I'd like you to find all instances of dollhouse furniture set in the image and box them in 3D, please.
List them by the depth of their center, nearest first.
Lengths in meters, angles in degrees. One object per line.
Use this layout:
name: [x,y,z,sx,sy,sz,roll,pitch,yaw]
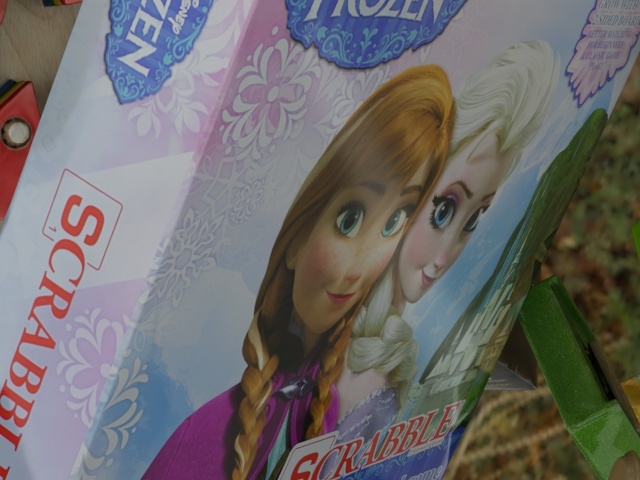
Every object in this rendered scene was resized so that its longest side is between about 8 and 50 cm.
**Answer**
dollhouse furniture set: [0.306,0.131,1.422,0.197,0.151,0.301,-30,131,8]

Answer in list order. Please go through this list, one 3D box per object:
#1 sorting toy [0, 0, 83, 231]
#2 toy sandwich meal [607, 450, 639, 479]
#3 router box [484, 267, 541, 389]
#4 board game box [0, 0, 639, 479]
sorting toy: [-0.197,-0.115,1.272,0.089,0.255,0.257,13,117,66]
toy sandwich meal: [0.192,0.169,1.125,0.029,0.085,0.085,9,132,-2]
router box: [0.109,-0.051,1.458,0.081,0.309,0.243,-2,164,21]
board game box: [0.000,0.000,0.717,0.066,0.319,0.318,31,111,25]
